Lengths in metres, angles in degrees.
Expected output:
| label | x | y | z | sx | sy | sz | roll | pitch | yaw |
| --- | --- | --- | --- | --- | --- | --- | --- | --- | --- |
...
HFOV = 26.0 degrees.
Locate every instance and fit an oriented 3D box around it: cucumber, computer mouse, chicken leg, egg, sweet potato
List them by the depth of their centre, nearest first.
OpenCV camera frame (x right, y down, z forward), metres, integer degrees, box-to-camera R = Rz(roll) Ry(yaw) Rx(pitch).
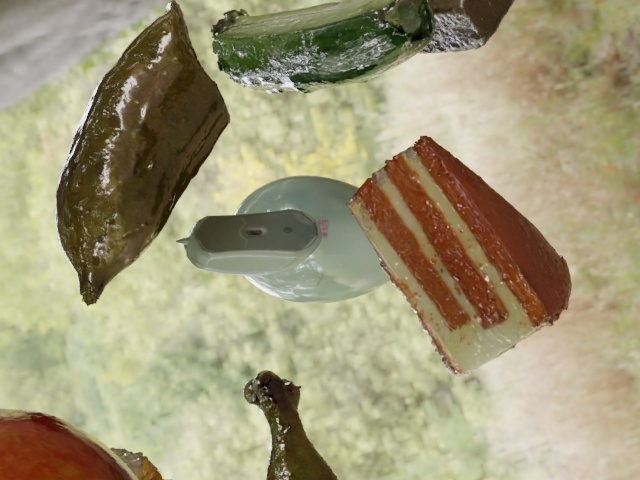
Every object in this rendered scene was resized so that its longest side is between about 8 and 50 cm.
| label | x | y | z | sx | sy | sz | roll | pitch | yaw |
| --- | --- | --- | --- | --- | --- | --- | --- | --- | --- |
| sweet potato | -0.216 | -0.098 | 1.591 | 0.158 | 0.369 | 0.158 | 24 | 158 | 10 |
| computer mouse | -0.090 | 0.008 | 1.733 | 0.089 | 0.182 | 0.056 | -101 | 10 | -49 |
| cucumber | 0.008 | -0.248 | 1.790 | 0.325 | 0.105 | 0.145 | -3 | 132 | 43 |
| egg | 0.000 | 0.000 | 1.967 | 0.183 | 0.264 | 0.182 | -175 | 90 | -77 |
| chicken leg | -0.017 | 0.401 | 2.290 | 0.140 | 0.212 | 0.361 | -24 | 59 | 42 |

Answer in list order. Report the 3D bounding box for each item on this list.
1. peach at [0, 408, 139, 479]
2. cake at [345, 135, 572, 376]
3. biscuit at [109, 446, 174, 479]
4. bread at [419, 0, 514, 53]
| label | x | y | z | sx | sy | sz | roll | pitch | yaw |
| --- | --- | --- | --- | --- | --- | --- | --- | --- | --- |
| peach | -0.241 | 0.241 | 1.040 | 0.275 | 0.245 | 0.249 | 44 | 135 | -7 |
| cake | 0.155 | 0.033 | 1.597 | 0.262 | 0.158 | 0.159 | 39 | -151 | -24 |
| biscuit | -0.356 | 0.268 | 1.593 | 0.379 | 0.094 | 0.054 | 6 | 136 | 23 |
| bread | 0.253 | -0.448 | 2.002 | 0.165 | 0.416 | 0.113 | 4 | 146 | 51 |
